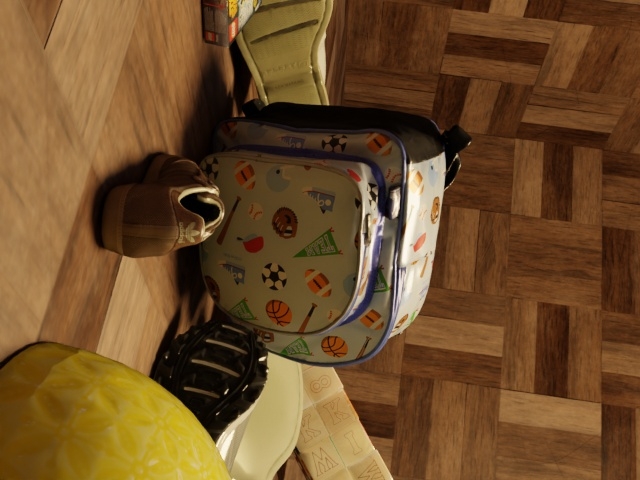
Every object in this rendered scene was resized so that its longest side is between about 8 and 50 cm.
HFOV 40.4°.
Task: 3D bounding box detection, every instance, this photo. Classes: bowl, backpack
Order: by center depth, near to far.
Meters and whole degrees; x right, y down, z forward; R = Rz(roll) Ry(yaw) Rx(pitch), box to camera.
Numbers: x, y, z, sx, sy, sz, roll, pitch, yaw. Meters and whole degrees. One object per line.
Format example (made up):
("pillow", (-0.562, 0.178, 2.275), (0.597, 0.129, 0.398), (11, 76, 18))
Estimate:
("bowl", (-0.106, 0.211, 0.490), (0.289, 0.156, 0.290), (8, 90, -86))
("backpack", (0.000, 0.000, 0.916), (0.213, 0.276, 0.264), (-32, 126, -50))

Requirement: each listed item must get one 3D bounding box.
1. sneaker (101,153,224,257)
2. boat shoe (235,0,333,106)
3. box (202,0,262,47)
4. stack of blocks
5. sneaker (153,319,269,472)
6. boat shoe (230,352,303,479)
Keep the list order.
("sneaker", (-0.105, -0.022, 0.664), (0.188, 0.071, 0.066), (-69, 166, -73))
("boat shoe", (-0.047, -0.246, 0.979), (0.302, 0.113, 0.103), (90, -12, -54))
("box", (-0.080, -0.261, 0.799), (0.137, 0.027, 0.094), (94, 15, -44))
("stack of blocks", (-0.011, 0.229, 1.128), (0.297, 0.087, 0.171), (61, -11, 4))
("sneaker", (-0.122, 0.191, 0.801), (0.108, 0.100, 0.272), (111, -3, -52))
("boat shoe", (-0.108, 0.238, 0.931), (0.127, 0.113, 0.340), (47, 38, -36))
